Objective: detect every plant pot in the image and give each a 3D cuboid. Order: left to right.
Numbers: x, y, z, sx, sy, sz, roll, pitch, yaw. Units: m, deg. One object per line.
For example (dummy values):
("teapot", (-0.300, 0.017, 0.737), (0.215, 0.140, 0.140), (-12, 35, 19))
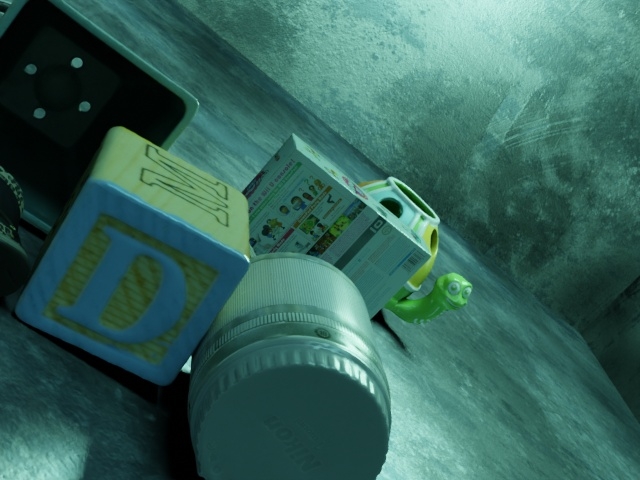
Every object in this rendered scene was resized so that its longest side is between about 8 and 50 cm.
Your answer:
("plant pot", (-0.342, -0.179, 1.259), (0.248, 0.247, 0.252), (35, 8, -24))

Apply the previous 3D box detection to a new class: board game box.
("board game box", (0.000, 0.000, 1.642), (0.303, 0.224, 0.097), (38, 16, -19))

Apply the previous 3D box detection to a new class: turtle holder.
("turtle holder", (0.132, 0.019, 1.925), (0.243, 0.227, 0.320), (27, 20, -47))

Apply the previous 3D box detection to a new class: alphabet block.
("alphabet block", (-0.206, 0.013, 1.095), (0.193, 0.192, 0.197), (31, 18, -17))

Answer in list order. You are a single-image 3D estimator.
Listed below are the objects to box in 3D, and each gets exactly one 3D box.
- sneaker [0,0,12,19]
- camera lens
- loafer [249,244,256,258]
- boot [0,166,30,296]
("sneaker", (-0.581, -0.346, 1.440), (0.281, 0.106, 0.162), (23, -2, -27))
("camera lens", (-0.038, 0.154, 1.094), (0.219, 0.219, 0.274), (37, 15, -19))
("loafer", (-0.152, 0.011, 1.324), (0.111, 0.112, 0.319), (69, 8, 30))
("boot", (-0.409, -0.054, 1.013), (0.236, 0.085, 0.178), (41, 11, -28))
